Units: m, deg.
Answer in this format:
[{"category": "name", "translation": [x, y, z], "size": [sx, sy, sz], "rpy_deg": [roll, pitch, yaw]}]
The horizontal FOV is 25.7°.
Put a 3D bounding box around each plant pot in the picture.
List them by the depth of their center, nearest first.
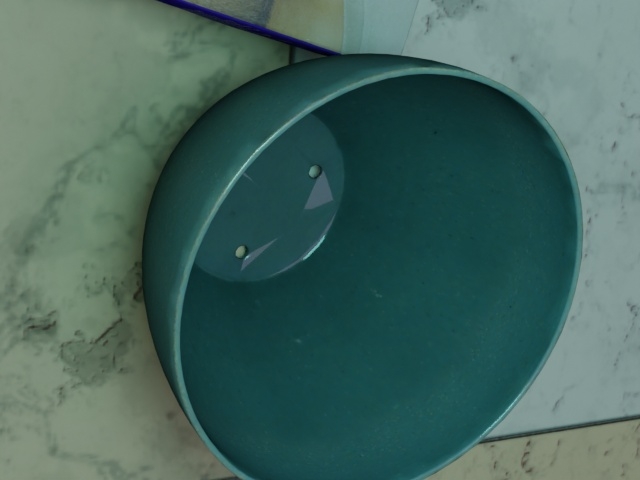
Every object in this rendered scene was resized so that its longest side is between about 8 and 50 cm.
[{"category": "plant pot", "translation": [0.000, 0.000, 0.939], "size": [0.290, 0.195, 0.290], "rpy_deg": [-12, 117, -25]}]

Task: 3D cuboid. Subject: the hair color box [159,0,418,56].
[{"category": "hair color box", "translation": [-0.081, -0.242, 0.887], "size": [0.339, 0.110, 0.185], "rpy_deg": [14, 97, -31]}]
